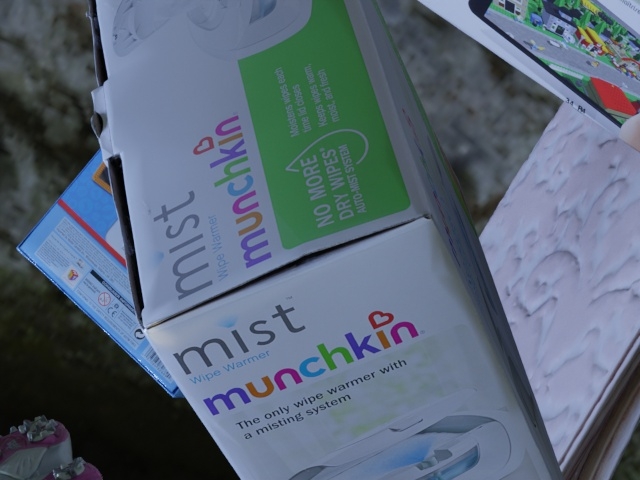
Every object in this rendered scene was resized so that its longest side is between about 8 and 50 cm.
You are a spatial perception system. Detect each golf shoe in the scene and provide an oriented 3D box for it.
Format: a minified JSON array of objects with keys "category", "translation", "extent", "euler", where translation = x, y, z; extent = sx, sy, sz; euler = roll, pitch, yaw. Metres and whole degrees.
[{"category":"golf shoe","translation":[-0.226,0.249,1.509],"extent":[0.115,0.306,0.140],"euler":[-18,-75,-8]}]

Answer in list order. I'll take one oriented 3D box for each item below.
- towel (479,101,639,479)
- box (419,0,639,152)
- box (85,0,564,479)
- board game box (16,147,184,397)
[{"category":"towel","translation":[0.177,0.045,1.292],"extent":[0.053,0.332,0.317],"euler":[30,-86,-16]},{"category":"box","translation":[0.018,-0.110,0.413],"extent":[0.207,0.114,0.036],"euler":[36,-112,10]},{"category":"box","translation":[0.000,0.000,0.823],"extent":[0.126,0.231,0.262],"euler":[-21,-138,7]},{"category":"board game box","translation":[-0.085,-0.023,1.253],"extent":[0.160,0.039,0.211],"euler":[42,-84,16]}]
